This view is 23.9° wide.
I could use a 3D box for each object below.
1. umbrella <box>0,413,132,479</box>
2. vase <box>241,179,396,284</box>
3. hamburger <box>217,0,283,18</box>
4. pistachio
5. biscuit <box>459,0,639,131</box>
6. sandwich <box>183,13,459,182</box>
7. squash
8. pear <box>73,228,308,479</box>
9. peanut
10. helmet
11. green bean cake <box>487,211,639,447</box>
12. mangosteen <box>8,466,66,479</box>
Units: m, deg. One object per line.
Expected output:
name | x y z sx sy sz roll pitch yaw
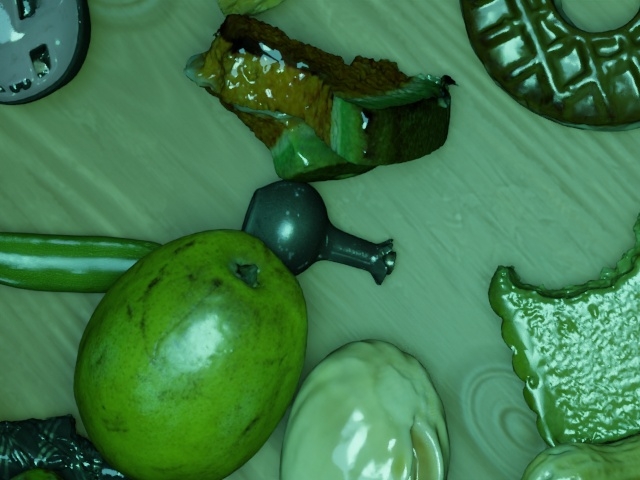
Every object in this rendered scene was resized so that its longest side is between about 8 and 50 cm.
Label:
umbrella | -0.384 0.237 1.816 0.336 0.128 0.154 -2 111 0
vase | 0.000 0.000 1.771 0.183 0.120 0.120 18 92 -6
hamburger | -0.072 -0.365 1.766 0.155 0.135 0.208 1 92 9
pistachio | 0.041 0.271 1.729 0.193 0.214 0.318 8 101 -35
biscuit | 0.317 -0.289 1.731 0.332 0.103 0.332 0 91 7
sandwich | -0.015 -0.145 1.716 0.301 0.250 0.162 23 110 12
squash | -0.304 0.024 1.815 0.318 0.071 0.080 6 133 -3
pear | -0.143 0.138 1.704 0.253 0.253 0.307 40 121 6
peanut | 0.335 0.263 1.643 0.263 0.117 0.101 -7 55 -20
helmet | -0.384 -0.286 1.802 0.198 0.154 0.253 -18 92 8
green bean cake | 0.327 0.100 1.716 0.236 0.124 0.233 -19 88 7
mangosteen | -0.334 0.440 1.713 0.330 0.330 0.330 0 90 7
